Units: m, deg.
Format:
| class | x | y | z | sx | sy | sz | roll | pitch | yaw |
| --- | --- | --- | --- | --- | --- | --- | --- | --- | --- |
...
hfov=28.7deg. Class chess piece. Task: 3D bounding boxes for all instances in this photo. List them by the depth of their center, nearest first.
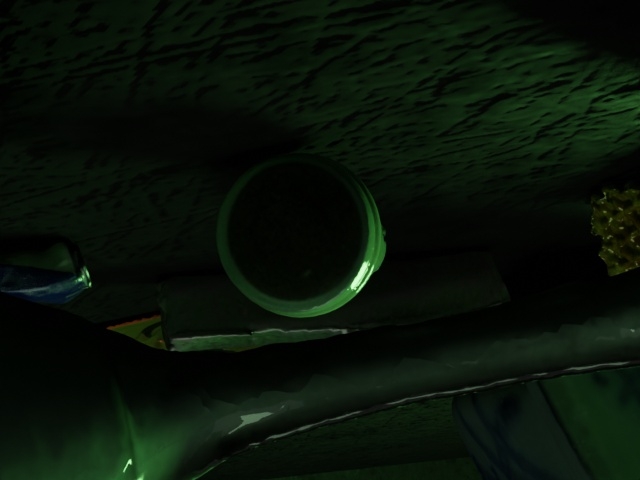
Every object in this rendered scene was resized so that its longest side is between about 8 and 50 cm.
| class | x | y | z | sx | sy | sz | roll | pitch | yaw |
| --- | --- | --- | --- | --- | --- | --- | --- | --- | --- |
| chess piece | 0.000 | 0.000 | 0.542 | 0.067 | 0.067 | 0.103 | -12 | 174 | 12 |

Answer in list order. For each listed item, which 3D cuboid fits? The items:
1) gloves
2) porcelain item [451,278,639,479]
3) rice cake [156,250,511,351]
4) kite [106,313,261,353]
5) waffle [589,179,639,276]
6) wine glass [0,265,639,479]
| class | x | y | z | sx | sy | sz | roll | pitch | yaw |
| --- | --- | --- | --- | --- | --- | --- | --- | --- | --- |
| gloves | -0.154 | 0.020 | 0.597 | 0.086 | 0.026 | 0.064 | -6 | 168 | -12 |
| porcelain item | 0.213 | 0.155 | 0.933 | 0.179 | 0.242 | 0.405 | -27 | 164 | -4 |
| rice cake | 0.009 | 0.035 | 0.717 | 0.207 | 0.047 | 0.036 | -3 | 166 | -14 |
| kite | -0.055 | 0.072 | 0.891 | 0.328 | 0.013 | 0.377 | 0 | 163 | -32 |
| waffle | 0.172 | 0.002 | 0.635 | 0.078 | 0.085 | 0.016 | 4 | -136 | 47 |
| wine glass | -0.026 | 0.046 | 0.355 | 0.406 | 0.267 | 0.267 | -11 | 167 | -13 |
